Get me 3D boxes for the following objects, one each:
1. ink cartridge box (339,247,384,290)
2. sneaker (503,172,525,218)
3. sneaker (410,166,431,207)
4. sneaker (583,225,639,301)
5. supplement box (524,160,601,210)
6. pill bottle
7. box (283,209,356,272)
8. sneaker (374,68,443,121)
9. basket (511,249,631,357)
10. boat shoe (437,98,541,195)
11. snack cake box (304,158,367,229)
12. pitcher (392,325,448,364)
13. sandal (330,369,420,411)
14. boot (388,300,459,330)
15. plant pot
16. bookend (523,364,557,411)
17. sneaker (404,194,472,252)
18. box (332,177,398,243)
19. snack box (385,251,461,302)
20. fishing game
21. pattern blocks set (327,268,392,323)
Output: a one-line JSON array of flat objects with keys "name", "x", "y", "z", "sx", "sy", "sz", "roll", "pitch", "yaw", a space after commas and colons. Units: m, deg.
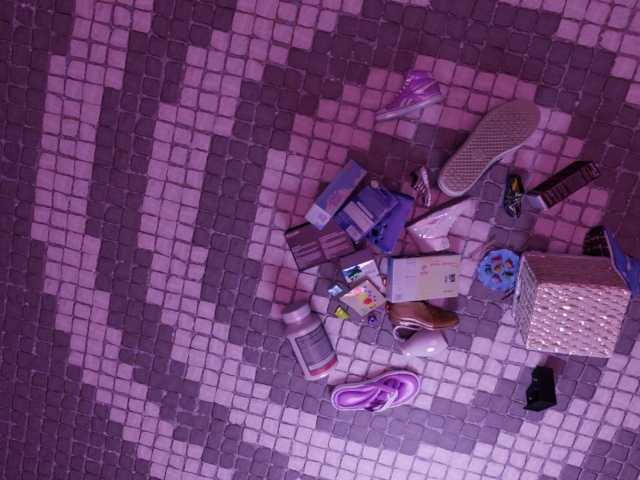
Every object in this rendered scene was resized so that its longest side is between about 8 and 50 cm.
[{"name": "ink cartridge box", "x": 0.177, "y": 0.139, "z": 1.794, "sx": 0.140, "sy": 0.082, "sz": 0.190, "roll": -20, "pitch": 132, "yaw": 7}, {"name": "sneaker", "x": 0.790, "y": -0.180, "z": 1.728, "sx": 0.067, "sy": 0.078, "sz": 0.187, "roll": -3, "pitch": 101, "yaw": 5}, {"name": "sneaker", "x": 0.413, "y": -0.218, "z": 1.760, "sx": 0.075, "sy": 0.063, "sz": 0.170, "roll": -11, "pitch": 95, "yaw": 6}, {"name": "sneaker", "x": 1.207, "y": 0.089, "z": 1.738, "sx": 0.147, "sy": 0.130, "sz": 0.329, "roll": -23, "pitch": 92, "yaw": -14}, {"name": "supplement box", "x": 0.956, "y": -0.220, "z": 1.681, "sx": 0.240, "sy": 0.130, "sz": 0.073, "roll": -36, "pitch": 96, "yaw": 11}, {"name": "pill bottle", "x": -0.056, "y": 0.432, "z": 1.862, "sx": 0.177, "sy": 0.176, "sz": 0.318, "roll": -21, "pitch": 99, "yaw": 8}, {"name": "box", "x": 0.000, "y": 0.000, "z": 1.813, "sx": 0.262, "sy": 0.103, "sz": 0.184, "roll": -20, "pitch": 102, "yaw": 8}, {"name": "sneaker", "x": 0.326, "y": -0.581, "z": 1.684, "sx": 0.282, "sy": 0.102, "sz": 0.160, "roll": -23, "pitch": 95, "yaw": -2}, {"name": "basket", "x": 0.956, "y": 0.244, "z": 1.659, "sx": 0.332, "sy": 0.266, "sz": 0.327, "roll": 5, "pitch": 113, "yaw": 14}, {"name": "boat shoe", "x": 0.647, "y": -0.365, "z": 1.672, "sx": 0.500, "sy": 0.156, "sz": 0.187, "roll": -44, "pitch": 89, "yaw": -1}, {"name": "snack cake box", "x": 0.060, "y": -0.182, "z": 1.686, "sx": 0.089, "sy": 0.152, "sz": 0.264, "roll": 40, "pitch": 66, "yaw": -3}, {"name": "pitcher", "x": 0.435, "y": 0.430, "z": 1.858, "sx": 0.207, "sy": 0.125, "sz": 0.177, "roll": -27, "pitch": 90, "yaw": 21}, {"name": "sandal", "x": 0.254, "y": 0.712, "z": 1.928, "sx": 0.417, "sy": 0.102, "sz": 0.169, "roll": -16, "pitch": 99, "yaw": 7}, {"name": "boot", "x": 0.453, "y": 0.308, "z": 1.818, "sx": 0.306, "sy": 0.112, "sz": 0.115, "roll": 6, "pitch": 114, "yaw": -1}, {"name": "plant pot", "x": 0.238, "y": -0.105, "z": 1.714, "sx": 0.212, "sy": 0.236, "sz": 0.235, "roll": 24, "pitch": 102, "yaw": 7}, {"name": "bookend", "x": 0.959, "y": 0.655, "z": 1.868, "sx": 0.073, "sy": 0.156, "sz": 0.157, "roll": 11, "pitch": 57, "yaw": 2}, {"name": "sneaker", "x": 0.521, "y": -0.059, "z": 1.766, "sx": 0.293, "sy": 0.108, "sz": 0.169, "roll": -29, "pitch": 99, "yaw": 19}, {"name": "box", "x": 0.171, "y": -0.113, "z": 1.598, "sx": 0.225, "sy": 0.036, "sz": 0.136, "roll": -45, "pitch": 82, "yaw": 16}, {"name": "snack box", "x": 0.432, "y": 0.151, "z": 1.771, "sx": 0.322, "sy": 0.060, "sz": 0.186, "roll": -2, "pitch": 102, "yaw": -18}, {"name": "fishing game", "x": 0.774, "y": 0.129, "z": 1.809, "sx": 0.189, "sy": 0.041, "sz": 0.264, "roll": -34, "pitch": 97, "yaw": 12}, {"name": "pattern blocks set", "x": 0.187, "y": 0.246, "z": 1.810, "sx": 0.286, "sy": 0.026, "sz": 0.324, "roll": -29, "pitch": 127, "yaw": 8}]
